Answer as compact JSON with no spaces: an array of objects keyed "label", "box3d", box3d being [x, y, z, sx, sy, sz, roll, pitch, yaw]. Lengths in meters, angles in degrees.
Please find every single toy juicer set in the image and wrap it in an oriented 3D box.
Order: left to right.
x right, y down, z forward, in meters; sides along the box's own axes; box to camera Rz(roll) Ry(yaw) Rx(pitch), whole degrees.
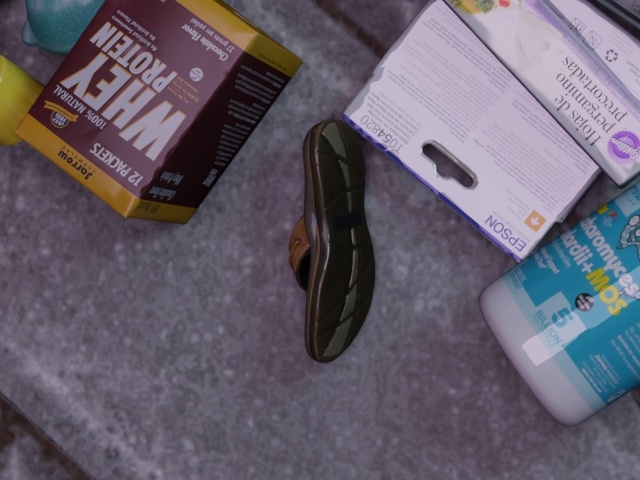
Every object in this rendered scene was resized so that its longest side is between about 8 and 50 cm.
[{"label":"toy juicer set","box3d":[-0.236,-0.246,1.596,0.329,0.089,0.209,-50,44,-8]}]

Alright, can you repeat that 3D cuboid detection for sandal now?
[{"label":"sandal","box3d":[0.000,0.000,1.556,0.060,0.090,0.219,0,98,39]}]

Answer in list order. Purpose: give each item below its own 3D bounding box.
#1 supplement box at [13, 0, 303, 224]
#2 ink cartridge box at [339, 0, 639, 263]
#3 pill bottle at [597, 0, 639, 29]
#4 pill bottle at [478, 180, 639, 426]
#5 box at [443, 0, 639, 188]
[{"label":"supplement box","box3d":[-0.139,-0.130,1.529,0.129,0.191,0.194,37,96,10]},{"label":"ink cartridge box","box3d":[0.169,-0.131,1.545,0.223,0.045,0.224,41,97,10]},{"label":"pill bottle","box3d":[0.298,-0.263,1.467,0.283,0.161,0.161,35,95,9]},{"label":"pill bottle","box3d":[0.279,0.033,1.470,0.264,0.146,0.146,-35,83,7]},{"label":"box","box3d":[0.174,-0.183,1.488,0.063,0.067,0.324,-43,82,9]}]
